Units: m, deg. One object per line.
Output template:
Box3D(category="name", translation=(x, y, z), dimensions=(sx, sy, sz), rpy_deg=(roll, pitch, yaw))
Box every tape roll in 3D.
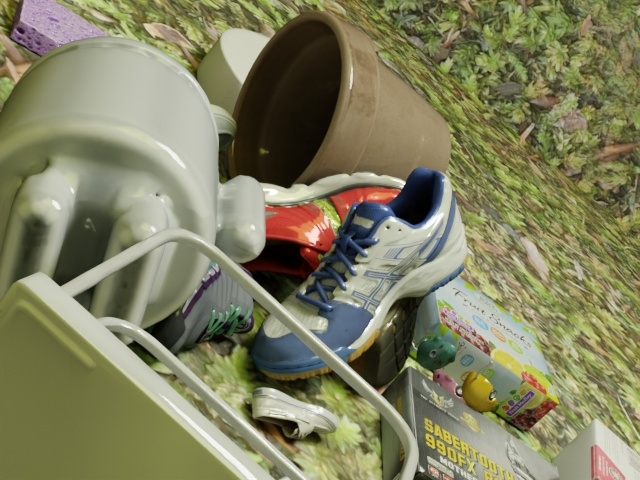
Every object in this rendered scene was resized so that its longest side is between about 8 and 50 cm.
Box3D(category="tape roll", translation=(-0.019, -0.184, 1.549), dimensions=(0.392, 0.072, 0.392), rpy_deg=(35, 23, -17))

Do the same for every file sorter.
Box3D(category="file sorter", translation=(-0.111, 0.160, 0.487), dimensions=(0.193, 0.277, 0.173), rpy_deg=(42, 18, 2))

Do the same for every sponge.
Box3D(category="sponge", translation=(-0.293, -0.240, 1.255), dimensions=(0.210, 0.031, 0.117), rpy_deg=(29, 25, -27))

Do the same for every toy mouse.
Box3D(category="toy mouse", translation=(0.148, 0.164, 1.161), dimensions=(0.143, 0.031, 0.161), rpy_deg=(34, -27, 38))

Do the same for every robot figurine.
Box3D(category="robot figurine", translation=(-0.190, -0.055, 0.846), dimensions=(0.300, 0.199, 0.353), rpy_deg=(19, 26, -14))

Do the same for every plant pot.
Box3D(category="plant pot", translation=(0.042, -0.138, 1.270), dimensions=(0.229, 0.263, 0.263), rpy_deg=(16, 32, -33))

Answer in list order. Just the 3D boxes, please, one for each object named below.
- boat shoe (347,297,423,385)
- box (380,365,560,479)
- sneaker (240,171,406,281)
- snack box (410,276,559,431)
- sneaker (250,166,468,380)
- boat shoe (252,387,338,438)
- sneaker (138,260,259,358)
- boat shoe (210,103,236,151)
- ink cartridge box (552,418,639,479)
Box3D(category="boat shoe", translation=(0.064, 0.062, 1.191), dimensions=(0.120, 0.122, 0.324), rpy_deg=(11, 27, 11))
Box3D(category="box", translation=(0.170, 0.260, 1.045), dimensions=(0.231, 0.056, 0.183), rpy_deg=(36, 23, -14))
Box3D(category="sneaker", translation=(0.000, 0.000, 1.117), dimensions=(0.279, 0.107, 0.118), rpy_deg=(-7, 53, -16))
Box3D(category="snack box", translation=(0.212, 0.138, 1.325), dimensions=(0.207, 0.070, 0.174), rpy_deg=(36, 23, -16))
Box3D(category="sneaker", translation=(0.034, 0.025, 1.020), dimensions=(0.112, 0.131, 0.296), rpy_deg=(21, 45, 40))
Box3D(category="boat shoe", translation=(-0.025, 0.172, 0.929), dimensions=(0.100, 0.035, 0.035), rpy_deg=(30, 51, -34))
Box3D(category="sneaker", translation=(-0.101, 0.064, 0.938), dimensions=(0.098, 0.083, 0.223), rpy_deg=(42, 21, -11))
Box3D(category="boat shoe", translation=(-0.171, -0.111, 1.170), dimensions=(0.227, 0.079, 0.081), rpy_deg=(-9, 63, -57))
Box3D(category="ink cartridge box", translation=(0.390, 0.348, 1.195), dimensions=(0.218, 0.092, 0.158), rpy_deg=(40, 22, 2))
